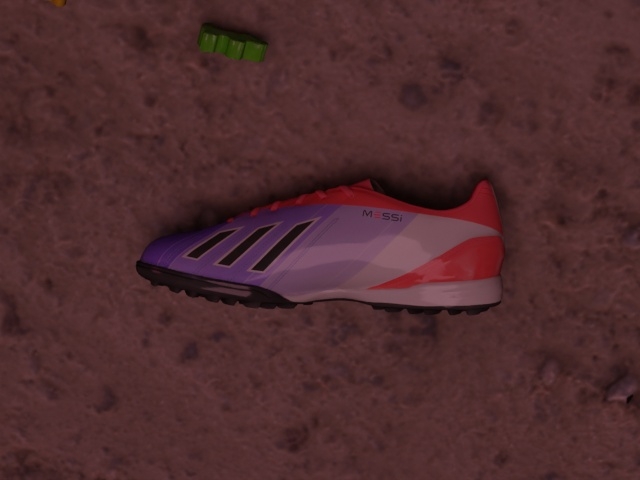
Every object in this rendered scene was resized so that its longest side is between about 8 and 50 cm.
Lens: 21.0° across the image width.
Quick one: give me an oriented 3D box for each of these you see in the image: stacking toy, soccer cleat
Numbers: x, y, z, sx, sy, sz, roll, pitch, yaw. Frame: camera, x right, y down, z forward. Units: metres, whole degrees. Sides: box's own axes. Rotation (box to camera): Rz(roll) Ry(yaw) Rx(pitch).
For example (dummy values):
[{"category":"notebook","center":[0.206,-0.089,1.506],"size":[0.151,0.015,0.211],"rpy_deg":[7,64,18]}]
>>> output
[{"category":"stacking toy","center":[-0.130,-0.254,1.409],"size":[0.221,0.052,0.167],"rpy_deg":[16,116,-6]},{"category":"soccer cleat","center":[0.000,0.000,1.496],"size":[0.318,0.108,0.116],"rpy_deg":[2,94,4]}]
